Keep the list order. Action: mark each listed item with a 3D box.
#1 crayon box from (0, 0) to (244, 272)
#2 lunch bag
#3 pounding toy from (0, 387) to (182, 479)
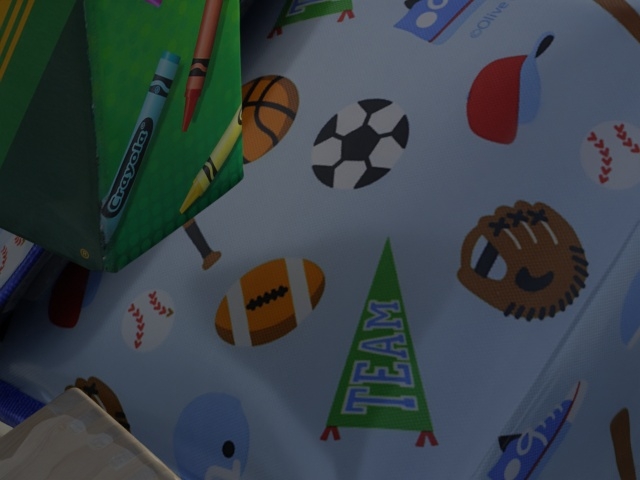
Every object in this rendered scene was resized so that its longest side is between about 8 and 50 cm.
[{"bbox_3d":[-0.157,-0.118,0.705,0.278,0.165,0.081,23,41,29],"label":"crayon box"},{"bbox_3d":[0.000,0.000,0.957,0.385,0.328,0.239,25,-15,41],"label":"lunch bag"},{"bbox_3d":[-0.097,0.120,0.548,0.141,0.130,0.100,-35,36,-17],"label":"pounding toy"}]
